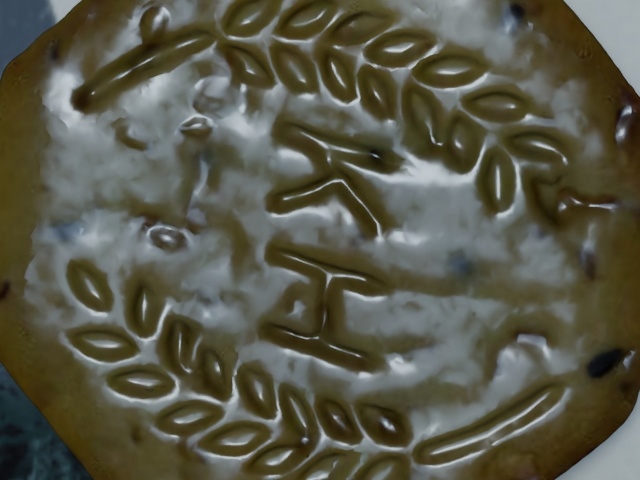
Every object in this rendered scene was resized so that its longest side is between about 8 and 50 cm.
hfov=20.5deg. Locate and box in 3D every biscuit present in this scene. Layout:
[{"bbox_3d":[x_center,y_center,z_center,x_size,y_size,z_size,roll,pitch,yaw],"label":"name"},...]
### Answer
[{"bbox_3d":[0.000,-0.001,0.878,0.359,0.046,0.359,0,99,2],"label":"biscuit"}]
